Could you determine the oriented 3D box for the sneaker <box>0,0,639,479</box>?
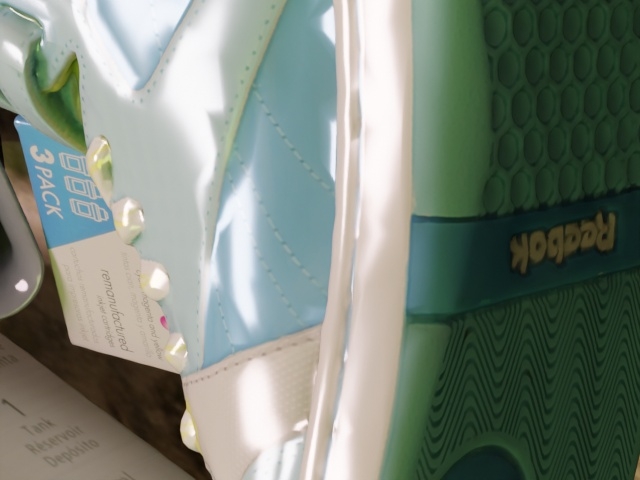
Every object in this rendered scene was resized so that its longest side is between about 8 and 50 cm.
[{"bbox_3d":[-0.023,-0.009,0.543,0.208,0.127,0.319,7,93,37],"label":"sneaker"}]

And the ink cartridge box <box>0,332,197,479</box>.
[{"bbox_3d":[-0.222,0.150,0.773,0.385,0.091,0.308,34,115,18],"label":"ink cartridge box"}]

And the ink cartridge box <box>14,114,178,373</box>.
[{"bbox_3d":[0.000,0.000,0.649,0.181,0.061,0.104,13,136,23],"label":"ink cartridge box"}]

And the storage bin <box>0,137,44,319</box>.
[{"bbox_3d":[-0.158,-0.041,0.677,0.098,0.091,0.135,-18,124,3],"label":"storage bin"}]
